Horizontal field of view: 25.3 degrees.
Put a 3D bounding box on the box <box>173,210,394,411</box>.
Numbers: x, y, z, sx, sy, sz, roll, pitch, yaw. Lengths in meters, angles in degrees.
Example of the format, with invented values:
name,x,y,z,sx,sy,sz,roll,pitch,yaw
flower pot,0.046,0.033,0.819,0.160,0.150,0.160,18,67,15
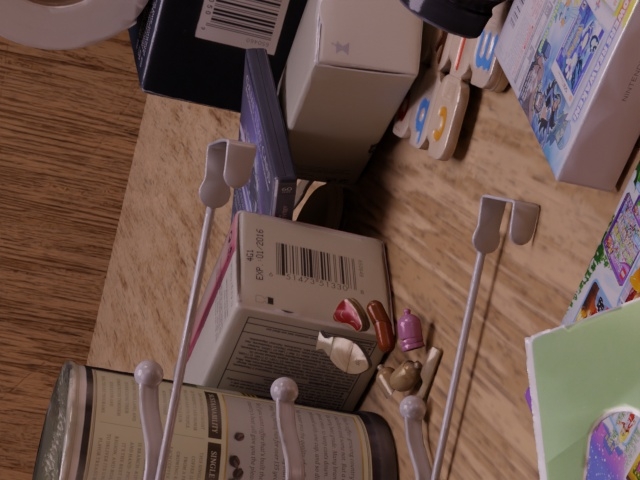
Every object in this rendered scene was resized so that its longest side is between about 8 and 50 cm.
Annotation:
name,x,y,z,sx,sy,sz,roll,pitch,yaw
box,-0.042,0.105,1.332,0.127,0.148,0.232,-94,22,-45

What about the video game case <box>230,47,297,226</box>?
name,x,y,z,sx,sy,sz,roll,pitch,yaw
video game case,-0.061,-0.025,1.430,0.196,0.026,0.274,-104,17,-44

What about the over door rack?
name,x,y,z,sx,sy,sz,roll,pitch,yaw
over door rack,-0.004,0.089,1.044,0.108,0.239,0.324,-131,53,-63

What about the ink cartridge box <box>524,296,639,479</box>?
name,x,y,z,sx,sy,sz,roll,pitch,yaw
ink cartridge box,0.190,0.074,0.479,0.235,0.056,0.171,-26,47,30

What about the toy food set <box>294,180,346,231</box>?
name,x,y,z,sx,sy,sz,roll,pitch,yaw
toy food set,0.000,0.000,1.490,0.132,0.038,0.192,-48,27,49

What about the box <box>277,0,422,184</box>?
name,x,y,z,sx,sy,sz,roll,pitch,yaw
box,0.019,-0.151,1.335,0.275,0.094,0.113,122,154,-70

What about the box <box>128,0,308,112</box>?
name,x,y,z,sx,sy,sz,roll,pitch,yaw
box,-0.107,-0.357,1.789,0.395,0.212,0.293,-114,38,-64

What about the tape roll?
name,x,y,z,sx,sy,sz,roll,pitch,yaw
tape roll,-0.310,-0.369,1.667,0.169,0.246,0.246,-99,25,-50

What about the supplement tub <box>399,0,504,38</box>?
name,x,y,z,sx,sy,sz,roll,pitch,yaw
supplement tub,0.128,-0.247,1.022,0.198,0.106,0.106,-63,20,23

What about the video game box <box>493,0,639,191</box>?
name,x,y,z,sx,sy,sz,roll,pitch,yaw
video game box,0.184,-0.165,0.912,0.187,0.048,0.205,-98,24,-57

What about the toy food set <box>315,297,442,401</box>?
name,x,y,z,sx,sy,sz,roll,pitch,yaw
toy food set,0.052,0.085,1.177,0.122,0.019,0.078,33,114,37

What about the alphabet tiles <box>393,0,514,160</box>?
name,x,y,z,sx,sy,sz,roll,pitch,yaw
alphabet tiles,0.123,-0.212,1.214,0.284,0.021,0.278,-133,57,-71

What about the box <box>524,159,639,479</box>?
name,x,y,z,sx,sy,sz,roll,pitch,yaw
box,0.193,0.087,0.670,0.293,0.057,0.201,-105,31,-58

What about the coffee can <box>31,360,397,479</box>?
name,x,y,z,sx,sy,sz,roll,pitch,yaw
coffee can,-0.097,0.223,1.204,0.201,0.275,0.201,-168,90,-75
